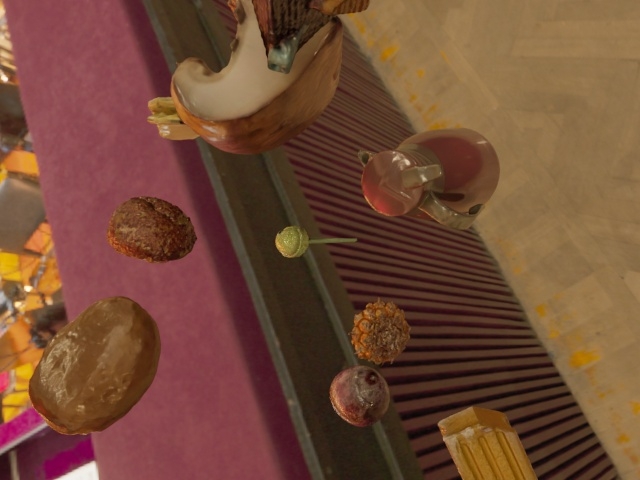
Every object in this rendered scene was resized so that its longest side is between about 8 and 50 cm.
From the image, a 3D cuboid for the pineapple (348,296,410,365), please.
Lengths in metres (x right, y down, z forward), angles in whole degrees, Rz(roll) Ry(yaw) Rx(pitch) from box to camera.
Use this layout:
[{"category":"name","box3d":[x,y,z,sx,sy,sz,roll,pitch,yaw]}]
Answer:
[{"category":"pineapple","box3d":[0.193,0.291,1.819,0.076,0.225,0.224,-163,87,-69]}]

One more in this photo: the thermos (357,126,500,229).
[{"category":"thermos","box3d":[0.169,-0.087,0.873,0.176,0.265,0.145,38,117,19]}]

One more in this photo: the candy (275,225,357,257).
[{"category":"candy","box3d":[0.000,0.000,1.764,0.092,0.336,0.092,12,100,42]}]

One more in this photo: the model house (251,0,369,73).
[{"category":"model house","box3d":[-0.015,-0.394,0.855,0.230,0.280,0.248,11,81,0]}]

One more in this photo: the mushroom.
[{"category":"mushroom","box3d":[-0.115,-0.266,1.185,0.225,0.397,0.313,26,73,8]}]

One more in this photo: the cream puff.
[{"category":"cream puff","box3d":[-0.274,-0.024,0.968,0.149,0.149,0.084,35,121,36]}]

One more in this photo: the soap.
[{"category":"soap","box3d":[0.355,0.458,1.229,0.140,0.073,0.231,-26,107,4]}]

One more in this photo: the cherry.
[{"category":"cherry","box3d":[0.127,0.481,1.852,0.195,0.195,0.194,-7,78,36]}]

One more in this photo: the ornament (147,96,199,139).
[{"category":"ornament","box3d":[-0.297,-0.276,1.356,0.180,0.201,0.059,-1,88,-5]}]

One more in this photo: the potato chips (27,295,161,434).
[{"category":"potato chips","box3d":[-0.314,0.180,0.828,0.150,0.049,0.201,45,80,-4]}]
